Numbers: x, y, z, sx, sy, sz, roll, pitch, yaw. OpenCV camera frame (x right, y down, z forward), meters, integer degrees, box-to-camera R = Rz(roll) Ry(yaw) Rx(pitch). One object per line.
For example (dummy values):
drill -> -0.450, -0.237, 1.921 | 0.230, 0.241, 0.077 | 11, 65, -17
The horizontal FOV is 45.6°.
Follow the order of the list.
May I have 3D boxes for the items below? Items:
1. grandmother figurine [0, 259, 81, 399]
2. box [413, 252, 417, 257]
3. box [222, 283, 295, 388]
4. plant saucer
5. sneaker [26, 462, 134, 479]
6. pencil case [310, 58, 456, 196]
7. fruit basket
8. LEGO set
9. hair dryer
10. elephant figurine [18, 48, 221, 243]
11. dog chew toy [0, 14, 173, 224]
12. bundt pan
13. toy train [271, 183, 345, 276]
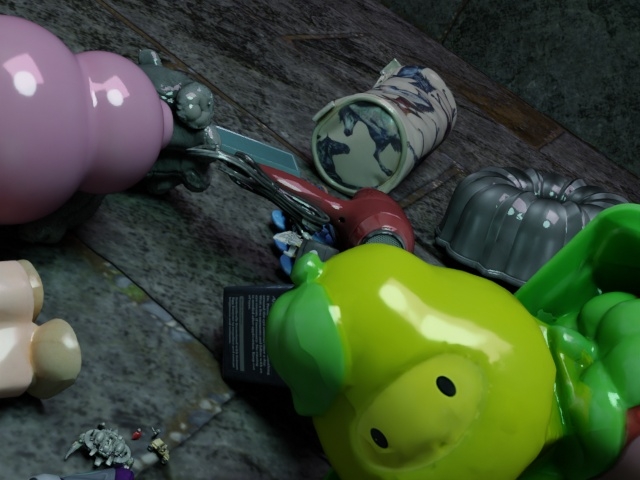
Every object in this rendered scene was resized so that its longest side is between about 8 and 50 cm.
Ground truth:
grandmother figurine -> -0.338, 0.064, 0.477 | 0.207, 0.104, 0.342 | 38, 24, 32
box -> 0.098, 0.056, 0.957 | 0.018, 0.083, 0.067 | 4, 37, -41
box -> 0.015, 0.086, 0.724 | 0.158, 0.093, 0.155 | -3, -3, 45
plant saucer -> -0.116, -0.137, 1.131 | 0.192, 0.018, 0.067 | 19, 30, -26
sneaker -> -0.099, 0.225, 0.475 | 0.224, 0.083, 0.098 | 45, 25, 26
pencil case -> 0.117, -0.203, 1.323 | 0.183, 0.160, 0.410 | 42, 28, 3
fruit basket -> 0.137, 0.148, 0.530 | 0.391, 0.392, 0.283 | 8, 35, -38
LEGO set -> -0.154, 0.157, 0.590 | 0.054, 0.023, 0.083 | 44, 29, 23
hair dryer -> 0.009, -0.046, 0.849 | 0.223, 0.080, 0.293 | 47, 19, 24
elephant figurine -> -0.242, -0.113, 0.830 | 0.239, 0.170, 0.186 | -15, 22, -36
dog chew toy -> -0.288, -0.100, 0.644 | 0.331, 0.207, 0.207 | -4, 42, -33
bundt pan -> 0.354, -0.030, 1.205 | 0.330, 0.124, 0.331 | 9, 20, -3
toy train -> 0.000, 0.000, 0.961 | 0.105, 0.080, 0.184 | 27, 26, -26
